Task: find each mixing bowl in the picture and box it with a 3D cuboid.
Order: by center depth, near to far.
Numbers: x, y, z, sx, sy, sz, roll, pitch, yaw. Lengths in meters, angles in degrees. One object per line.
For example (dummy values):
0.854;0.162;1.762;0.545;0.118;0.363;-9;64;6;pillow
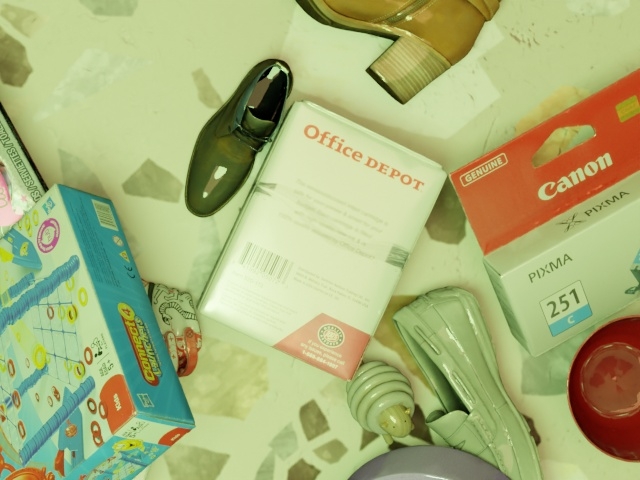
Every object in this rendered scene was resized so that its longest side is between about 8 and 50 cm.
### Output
0.384;0.179;1.854;0.181;0.098;0.181;0;91;-5;mixing bowl

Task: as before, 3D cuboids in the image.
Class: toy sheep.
0.073;0.193;1.821;0.091;0.132;0.091;-19;133;-22;toy sheep

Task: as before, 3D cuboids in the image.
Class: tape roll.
0.130;0.389;1.782;0.274;0.090;0.275;4;106;15;tape roll

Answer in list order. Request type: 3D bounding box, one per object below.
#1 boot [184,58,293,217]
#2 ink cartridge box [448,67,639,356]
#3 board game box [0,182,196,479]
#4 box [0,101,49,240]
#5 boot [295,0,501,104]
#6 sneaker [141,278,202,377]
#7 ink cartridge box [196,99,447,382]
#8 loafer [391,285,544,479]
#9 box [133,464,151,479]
-0.101;-0.128;1.795;0.082;0.106;0.219;28;87;-5;boot
0.334;-0.034;1.813;0.296;0.066;0.261;-29;120;-5;ink cartridge box
-0.305;0.151;1.603;0.302;0.086;0.308;-42;54;24;board game box
-0.419;-0.095;1.733;0.142;0.163;0.247;-29;93;-6;box
0.088;-0.334;1.810;0.283;0.109;0.220;44;88;-7;boot
-0.215;0.147;1.732;0.145;0.270;0.090;14;132;-13;sneaker
0.000;0.000;1.802;0.207;0.117;0.283;26;88;-6;ink cartridge box
0.182;0.216;1.827;0.111;0.112;0.319;-21;84;-17;loafer
-0.265;0.304;1.771;0.091;0.130;0.170;20;88;-5;box
